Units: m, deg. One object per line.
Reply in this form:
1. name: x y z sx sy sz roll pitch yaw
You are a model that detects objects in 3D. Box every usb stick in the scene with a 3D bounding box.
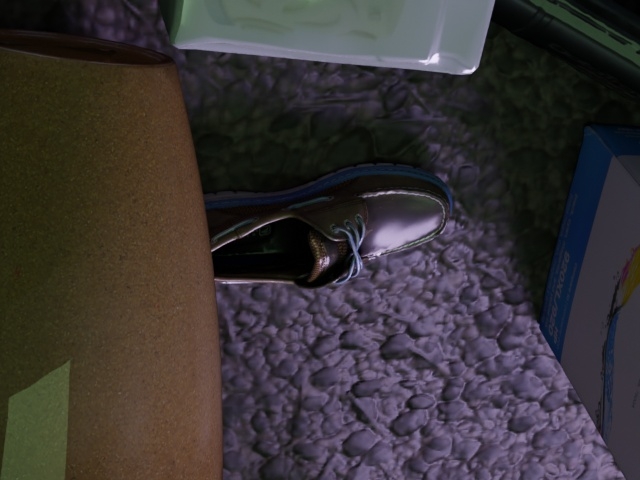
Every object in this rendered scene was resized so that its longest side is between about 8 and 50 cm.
1. usb stick: 0.179 -0.114 0.886 0.278 0.077 0.045 29 88 -10

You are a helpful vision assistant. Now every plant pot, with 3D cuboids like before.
1. plant pot: -0.155 0.014 0.852 0.237 0.237 0.254 6 103 -16

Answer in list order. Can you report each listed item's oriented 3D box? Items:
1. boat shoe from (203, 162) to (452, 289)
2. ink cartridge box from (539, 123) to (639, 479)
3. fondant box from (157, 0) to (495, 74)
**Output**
1. boat shoe: 0.000 0.000 0.949 0.183 0.066 0.066 -11 121 -6
2. ink cartridge box: 0.266 0.052 0.940 0.171 0.232 0.168 3 118 -13
3. fondant box: -0.009 -0.229 0.496 0.096 0.330 0.238 3 118 -16
